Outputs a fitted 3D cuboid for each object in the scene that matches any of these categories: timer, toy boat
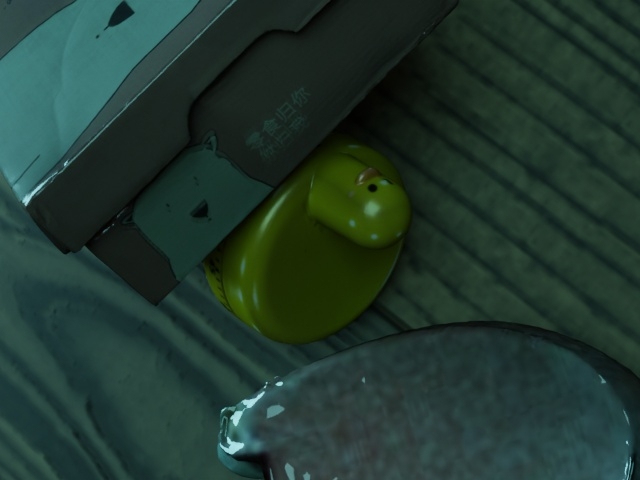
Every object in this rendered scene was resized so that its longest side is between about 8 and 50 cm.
[{"bbox_3d":[0.000,0.000,0.940,0.109,0.107,0.107,32,87,40],"label":"timer"},{"bbox_3d":[0.061,0.120,0.927,0.227,0.085,0.155,-15,66,23],"label":"toy boat"}]

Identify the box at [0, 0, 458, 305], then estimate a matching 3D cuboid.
[{"bbox_3d":[-0.065,-0.102,0.943,0.215,0.086,0.215,-44,32,1],"label":"box"}]
